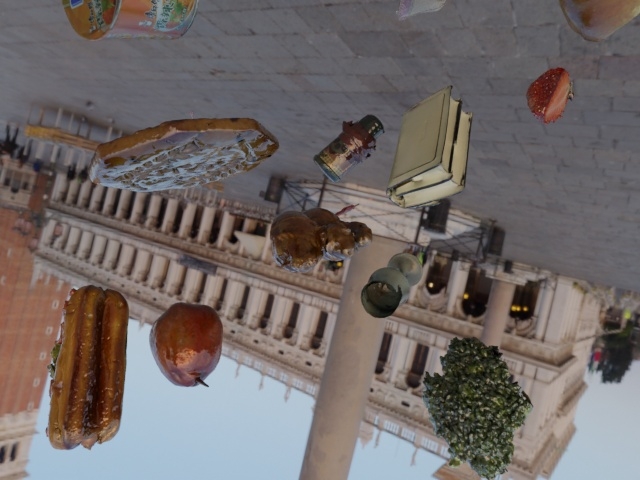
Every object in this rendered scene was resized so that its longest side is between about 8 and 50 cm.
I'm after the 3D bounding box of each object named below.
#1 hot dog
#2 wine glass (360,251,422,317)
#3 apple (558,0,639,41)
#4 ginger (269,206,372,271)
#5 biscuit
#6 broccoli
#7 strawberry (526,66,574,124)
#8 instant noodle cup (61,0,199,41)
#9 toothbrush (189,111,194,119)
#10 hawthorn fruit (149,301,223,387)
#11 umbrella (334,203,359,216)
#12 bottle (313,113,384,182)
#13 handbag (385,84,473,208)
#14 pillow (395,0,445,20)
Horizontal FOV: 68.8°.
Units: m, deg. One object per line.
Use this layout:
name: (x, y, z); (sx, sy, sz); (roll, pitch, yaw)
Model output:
hot dog: (-0.509, 0.271, 1.017); (0.117, 0.349, 0.158); (-11, 163, 25)
wine glass: (0.136, 0.080, 0.877); (0.079, 0.079, 0.195); (13, -162, 20)
apple: (0.919, -0.828, 1.435); (0.374, 0.374, 0.384); (13, 170, 45)
ginger: (-0.008, 0.003, 1.315); (0.274, 0.153, 0.357); (17, -162, 25)
biscuit: (-0.255, -0.154, 0.895); (0.359, 0.046, 0.359); (-14, 175, -1)
broccoli: (0.359, 0.397, 1.115); (0.247, 0.288, 0.246); (25, 152, 24)
strawberry: (0.739, -0.478, 1.537); (0.236, 0.175, 0.106); (-19, -152, -42)
instant noodle cup: (-0.435, -0.600, 1.080); (0.296, 0.297, 0.214); (13, -161, 37)
toothbrush: (-0.314, -0.286, 1.196); (0.008, 0.097, 0.006); (-25, -137, -11)
hawthorn fruit: (-0.370, 0.310, 1.317); (0.210, 0.210, 0.262); (14, -142, -39)
umbrella: (0.091, -0.117, 1.871); (0.165, 0.025, 0.027); (-27, 179, -28)
bottle: (0.105, -0.343, 1.682); (0.156, 0.271, 0.143); (46, -175, -18)
handbag: (0.350, -0.294, 1.520); (0.236, 0.359, 0.160); (-16, 137, 42)
pillow: (0.369, -0.857, 1.655); (0.232, 0.131, 0.038); (-23, -121, -22)
